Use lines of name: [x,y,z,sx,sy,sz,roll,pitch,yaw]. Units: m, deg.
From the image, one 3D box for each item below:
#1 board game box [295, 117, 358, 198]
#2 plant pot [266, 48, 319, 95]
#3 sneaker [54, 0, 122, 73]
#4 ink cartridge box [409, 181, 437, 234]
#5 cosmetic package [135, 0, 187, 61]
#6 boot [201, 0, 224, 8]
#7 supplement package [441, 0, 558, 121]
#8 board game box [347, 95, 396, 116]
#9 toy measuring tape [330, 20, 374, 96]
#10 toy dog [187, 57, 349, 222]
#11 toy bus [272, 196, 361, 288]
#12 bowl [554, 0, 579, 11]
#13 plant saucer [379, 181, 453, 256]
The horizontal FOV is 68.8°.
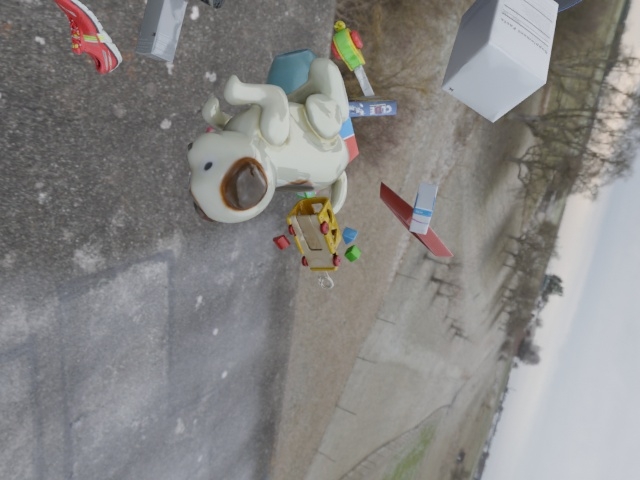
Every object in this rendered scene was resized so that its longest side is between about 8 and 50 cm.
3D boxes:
board game box: [0.001,-0.338,1.718,0.316,0.064,0.242,-46,137,-27]
plant pot: [-0.087,-0.617,1.790,0.290,0.290,0.196,-46,133,-46]
sneaker: [-0.743,-0.645,1.471,0.118,0.107,0.279,-49,144,-14]
ink cartridge box: [0.283,-0.087,1.291,0.122,0.052,0.089,83,22,-59]
cosmetic package: [-0.605,-0.812,1.776,0.107,0.127,0.238,4,102,-52]
boot: [-0.399,-0.877,1.485,0.085,0.178,0.237,-50,154,-41]
supplement package: [0.448,-0.484,1.168,0.177,0.175,0.293,-38,-153,60]
board game box: [0.077,-0.392,1.365,0.165,0.243,0.042,-126,-147,-63]
toy measuring tape: [0.121,-0.675,1.755,0.121,0.121,0.330,-17,85,-62]
toy dog: [-0.138,-0.193,1.115,0.408,0.284,0.396,-37,115,-39]
toy bus: [0.001,-0.009,1.142,0.202,0.190,0.104,-53,-175,45]
bowl: [0.769,-0.890,1.474,0.391,0.390,0.077,50,25,-61]
plant saucer: [0.314,-0.062,1.602,0.047,0.259,0.258,-44,124,5]
